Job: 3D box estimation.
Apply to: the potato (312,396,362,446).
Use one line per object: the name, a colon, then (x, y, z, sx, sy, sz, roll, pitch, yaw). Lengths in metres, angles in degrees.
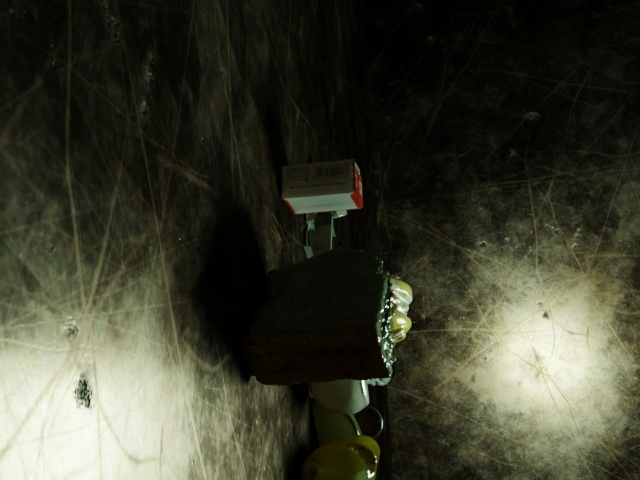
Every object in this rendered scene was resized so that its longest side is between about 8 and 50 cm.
potato: (0.062, 0.537, 1.975, 0.255, 0.112, 0.269, 41, 40, -82)

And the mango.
mango: (0.055, 0.536, 1.723, 0.262, 0.167, 0.129, -26, 105, -67)

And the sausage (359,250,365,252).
sausage: (0.131, 0.195, 2.552, 0.102, 0.102, 0.330, -58, 144, -73)

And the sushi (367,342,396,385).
sushi: (0.146, 0.339, 2.403, 0.182, 0.197, 0.343, -110, -170, -45)

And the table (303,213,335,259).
table: (0.000, 0.000, 2.000, 0.175, 0.063, 0.146, 76, 14, -56)

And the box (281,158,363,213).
box: (0.007, -0.131, 1.741, 0.133, 0.182, 0.099, 45, 42, -70)

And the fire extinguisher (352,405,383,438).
fire extinguisher: (0.115, 0.549, 2.255, 0.344, 0.102, 0.138, 106, -33, -76)

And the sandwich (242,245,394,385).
sandwich: (0.011, 0.136, 1.430, 0.325, 0.262, 0.131, -76, 158, -60)

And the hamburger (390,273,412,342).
hamburger: (0.124, 0.206, 2.110, 0.303, 0.261, 0.186, 39, 50, -52)

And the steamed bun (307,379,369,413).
steamed bun: (0.033, 0.319, 1.813, 0.232, 0.145, 0.231, -12, 90, -87)

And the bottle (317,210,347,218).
bottle: (0.019, -0.137, 2.090, 0.099, 0.099, 0.152, -38, 119, -78)
